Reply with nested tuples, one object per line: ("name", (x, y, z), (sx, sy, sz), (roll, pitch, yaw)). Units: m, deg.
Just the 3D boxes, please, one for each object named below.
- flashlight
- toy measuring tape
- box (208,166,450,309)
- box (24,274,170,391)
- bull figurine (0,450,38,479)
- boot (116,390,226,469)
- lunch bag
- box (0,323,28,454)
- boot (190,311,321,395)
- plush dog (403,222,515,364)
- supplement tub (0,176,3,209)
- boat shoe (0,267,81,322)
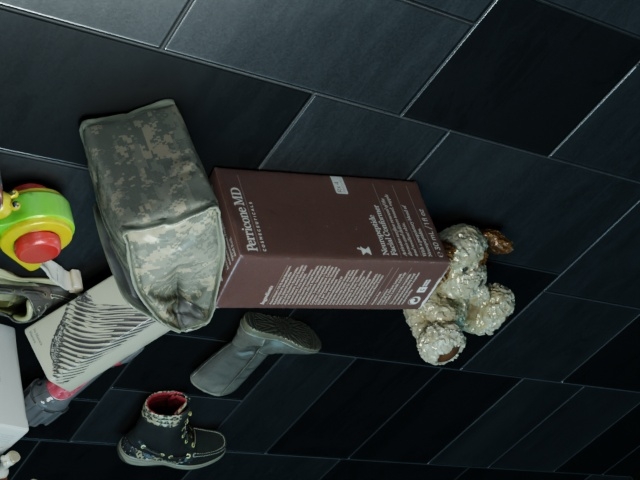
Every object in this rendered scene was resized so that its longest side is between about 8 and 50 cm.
("flashlight", (-0.437, 0.232, 2.106), (0.103, 0.103, 0.304), (40, 119, -21))
("toy measuring tape", (-0.410, -0.003, 1.809), (0.121, 0.121, 0.330), (-23, 153, 6))
("box", (0.000, 0.000, 1.918), (0.381, 0.191, 0.143), (1, 140, -26))
("box", (-0.339, 0.130, 1.948), (0.275, 0.113, 0.094), (-33, 158, -1))
("bull figurine", (-0.573, 0.422, 1.929), (0.310, 0.101, 0.188), (11, 131, -40))
("boot", (-0.279, 0.384, 2.387), (0.236, 0.085, 0.179), (4, 136, -28))
("lunch bag", (-0.242, -0.023, 1.739), (0.169, 0.235, 0.287), (-17, 144, -12))
("box", (-0.673, 0.306, 1.995), (0.345, 0.215, 0.168), (-39, 140, 27))
("boot", (-0.125, 0.232, 2.262), (0.189, 0.076, 0.208), (20, 124, -22))
("plush dog", (0.238, 0.068, 2.158), (0.262, 0.210, 0.225), (-23, 140, -45))
("supplement tub", (-0.479, -0.118, 1.540), (0.106, 0.198, 0.106), (-13, 144, -10))
("boat shoe", (-0.489, 0.102, 1.930), (0.223, 0.073, 0.080), (20, 128, -41))
